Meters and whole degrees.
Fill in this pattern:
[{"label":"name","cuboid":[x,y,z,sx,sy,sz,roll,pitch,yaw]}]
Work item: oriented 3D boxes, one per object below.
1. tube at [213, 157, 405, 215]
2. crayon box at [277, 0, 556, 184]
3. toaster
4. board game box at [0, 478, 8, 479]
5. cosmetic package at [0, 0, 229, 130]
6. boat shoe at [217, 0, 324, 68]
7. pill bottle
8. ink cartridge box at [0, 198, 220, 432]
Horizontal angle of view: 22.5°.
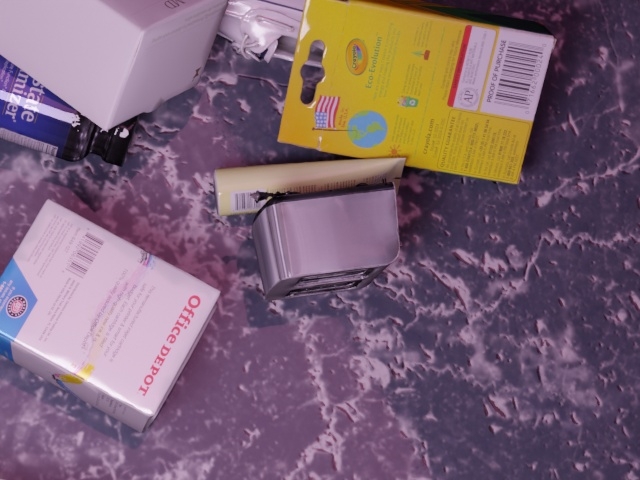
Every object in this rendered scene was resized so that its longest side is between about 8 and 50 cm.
[{"label":"tube","cuboid":[-0.015,-0.071,2.039,0.240,0.070,0.062,-5,103,-6]},{"label":"crayon box","cuboid":[0.116,-0.200,2.040,0.319,0.081,0.202,10,110,-8]},{"label":"toaster","cuboid":[0.000,0.000,1.974,0.186,0.168,0.110,-7,78,-12]},{"label":"board game box","cuboid":[-0.397,0.341,1.833,0.275,0.144,0.142,13,74,-7]},{"label":"cosmetic package","cuboid":[-0.316,-0.311,1.933,0.365,0.155,0.197,34,36,13]},{"label":"boat shoe","cuboid":[-0.070,-0.271,2.068,0.258,0.095,0.084,8,71,-7]},{"label":"pill bottle","cuboid":[-0.333,-0.169,1.981,0.219,0.123,0.122,18,74,-8]},{"label":"ink cartridge box","cuboid":[-0.263,0.094,1.904,0.233,0.168,0.171,29,74,-1]}]
